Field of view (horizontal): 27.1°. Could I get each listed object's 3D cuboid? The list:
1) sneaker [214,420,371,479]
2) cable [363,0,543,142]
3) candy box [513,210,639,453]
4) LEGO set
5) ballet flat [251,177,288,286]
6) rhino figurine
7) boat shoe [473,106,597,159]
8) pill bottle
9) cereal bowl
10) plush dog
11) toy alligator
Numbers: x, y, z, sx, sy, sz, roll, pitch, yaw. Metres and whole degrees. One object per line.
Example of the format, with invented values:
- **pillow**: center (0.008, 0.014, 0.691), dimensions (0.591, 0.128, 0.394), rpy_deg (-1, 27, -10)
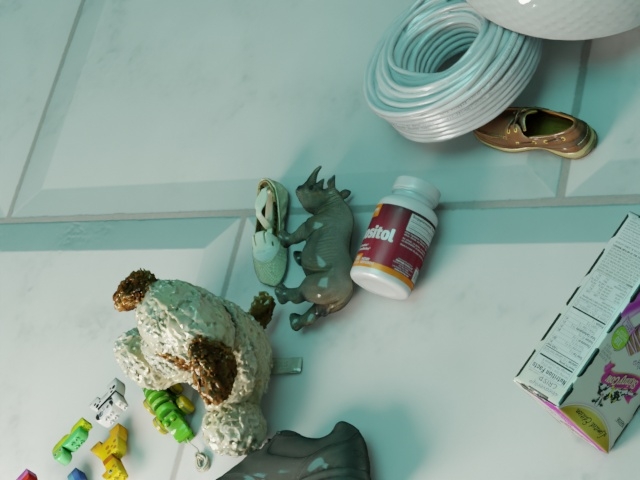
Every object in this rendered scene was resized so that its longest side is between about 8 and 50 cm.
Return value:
- **sneaker**: center (-0.062, 0.312, 1.693), dimensions (0.286, 0.109, 0.130), rpy_deg (-15, 50, 15)
- **cable**: center (0.179, -0.250, 1.827), dimensions (0.257, 0.089, 0.257), rpy_deg (-33, 39, 12)
- **candy box**: center (0.336, 0.106, 1.499), dimensions (0.071, 0.159, 0.233), rpy_deg (32, 85, 42)
- **LEGO set**: center (-0.324, 0.315, 1.858), dimensions (0.227, 0.087, 0.093), rpy_deg (-47, 34, 2)
- **ballet flat**: center (-0.079, -0.014, 1.911), dimensions (0.057, 0.052, 0.168), rpy_deg (-16, 57, 25)
- **rhino figurine**: center (0.000, 0.000, 1.839), dimensions (0.106, 0.073, 0.243), rpy_deg (-18, 54, 29)
- **boat shoe**: center (0.275, -0.152, 1.752), dimensions (0.178, 0.060, 0.064), rpy_deg (12, 72, 38)
- **pill bottle**: center (0.104, -0.005, 1.764), dimensions (0.086, 0.086, 0.152), rpy_deg (10, 69, 37)
- **cereal bowl**: center (0.331, -0.430, 1.744), dimensions (0.339, 0.141, 0.339), rpy_deg (-3, 53, 5)
- **plush dog**: center (-0.156, 0.130, 1.738), dimensions (0.262, 0.225, 0.210), rpy_deg (37, 85, 26)
- **toy alligator**: center (-0.208, 0.243, 1.848), dimensions (0.056, 0.051, 0.189), rpy_deg (-42, 49, 6)
